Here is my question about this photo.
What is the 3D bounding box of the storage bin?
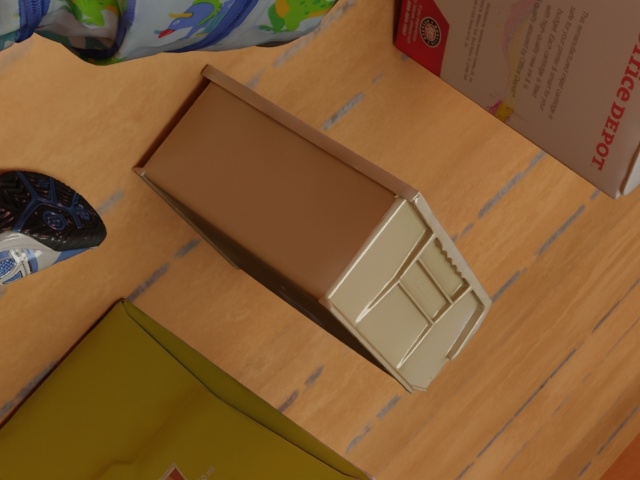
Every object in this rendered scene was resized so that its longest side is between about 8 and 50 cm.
[{"bbox_3d":[0.000,0.000,1.171,0.123,0.262,0.260,-52,147,-7],"label":"storage bin"}]

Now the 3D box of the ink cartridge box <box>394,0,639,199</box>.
[{"bbox_3d":[0.235,-0.222,1.231,0.131,0.306,0.226,-36,152,-33],"label":"ink cartridge box"}]

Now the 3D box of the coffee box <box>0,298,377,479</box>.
[{"bbox_3d":[-0.132,0.327,1.198,0.337,0.338,0.334,-49,146,-15],"label":"coffee box"}]

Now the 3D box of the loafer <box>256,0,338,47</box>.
[{"bbox_3d":[0.031,-0.320,1.071,0.366,0.130,0.134,-42,113,-6],"label":"loafer"}]

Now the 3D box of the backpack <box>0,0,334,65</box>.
[{"bbox_3d":[-0.117,-0.214,0.584,0.273,0.356,0.290,-19,130,-42],"label":"backpack"}]

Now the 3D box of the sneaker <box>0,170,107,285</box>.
[{"bbox_3d":[-0.266,-0.001,1.009,0.211,0.080,0.081,-7,144,-50],"label":"sneaker"}]
